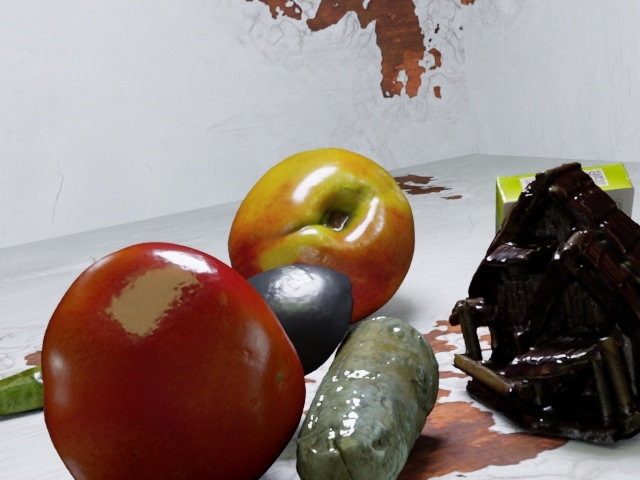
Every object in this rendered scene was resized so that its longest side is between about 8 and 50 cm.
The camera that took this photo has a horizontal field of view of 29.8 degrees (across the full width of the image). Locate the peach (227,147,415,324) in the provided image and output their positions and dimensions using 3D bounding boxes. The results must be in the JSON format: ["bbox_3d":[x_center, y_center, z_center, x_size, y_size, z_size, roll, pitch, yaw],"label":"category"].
[{"bbox_3d":[0.000,0.000,1.917,0.307,0.308,0.332,-9,-5,-15],"label":"peach"}]

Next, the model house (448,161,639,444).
[{"bbox_3d":[0.265,0.054,1.434,0.297,0.283,0.317,-1,11,26],"label":"model house"}]

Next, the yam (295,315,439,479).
[{"bbox_3d":[0.050,0.188,1.278,0.133,0.133,0.330,-4,14,13],"label":"yam"}]

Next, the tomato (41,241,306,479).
[{"bbox_3d":[-0.138,0.146,1.222,0.226,0.299,0.298,-3,11,22],"label":"tomato"}]

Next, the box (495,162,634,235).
[{"bbox_3d":[0.333,0.019,1.672,0.175,0.261,0.062,-6,40,-1],"label":"box"}]

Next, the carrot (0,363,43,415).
[{"bbox_3d":[-0.315,0.183,1.673,0.358,0.074,0.074,-13,12,-23],"label":"carrot"}]

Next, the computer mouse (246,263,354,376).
[{"bbox_3d":[-0.086,0.116,1.444,0.269,0.100,0.170,-36,23,23],"label":"computer mouse"}]
